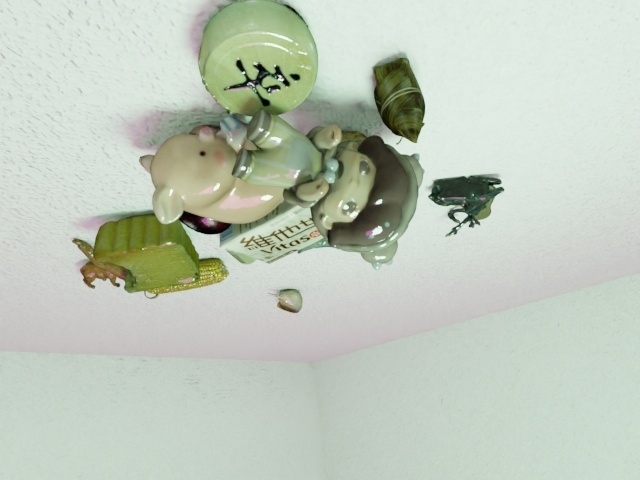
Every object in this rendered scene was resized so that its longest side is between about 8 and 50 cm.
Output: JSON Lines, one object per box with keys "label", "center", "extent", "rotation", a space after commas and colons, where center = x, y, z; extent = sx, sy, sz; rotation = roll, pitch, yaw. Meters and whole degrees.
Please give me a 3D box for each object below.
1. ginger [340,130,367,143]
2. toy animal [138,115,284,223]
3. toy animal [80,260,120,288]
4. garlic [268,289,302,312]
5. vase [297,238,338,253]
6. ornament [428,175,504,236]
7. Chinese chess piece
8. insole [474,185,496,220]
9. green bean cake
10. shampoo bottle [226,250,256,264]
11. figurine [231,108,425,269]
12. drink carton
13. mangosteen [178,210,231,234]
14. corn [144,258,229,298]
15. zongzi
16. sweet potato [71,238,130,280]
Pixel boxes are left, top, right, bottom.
{"label": "ginger", "center": [0.131, -0.174, 1.011], "extent": [0.299, 0.065, 0.118], "rotation": [16, 159, -40]}
{"label": "toy animal", "center": [-0.189, -0.133, 0.856], "extent": [0.256, 0.195, 0.213], "rotation": [19, 117, -39]}
{"label": "toy animal", "center": [-0.630, 0.084, 1.359], "extent": [0.224, 0.066, 0.229], "rotation": [1, 146, -17]}
{"label": "garlic", "center": [-0.144, 0.258, 1.876], "extent": [0.128, 0.090, 0.198], "rotation": [2, 162, 9]}
{"label": "vase", "center": [0.000, 0.000, 1.352], "extent": [0.149, 0.081, 0.081], "rotation": [-1, 155, -21]}
{"label": "ornament", "center": [0.391, -0.089, 1.257], "extent": [0.202, 0.080, 0.236], "rotation": [-6, 156, -3]}
{"label": "Chinese chess piece", "center": [-0.097, -0.279, 0.688], "extent": [0.188, 0.083, 0.188], "rotation": [-5, 154, -2]}
{"label": "insole", "center": [0.492, -0.114, 1.328], "extent": [0.086, 0.005, 0.253], "rotation": [-14, 155, 15]}
{"label": "green bean cake", "center": [-0.464, 0.034, 1.187], "extent": [0.233, 0.124, 0.236], "rotation": [-10, 149, -4]}
{"label": "shampoo bottle", "center": [-0.233, 0.028, 1.334], "extent": [0.079, 0.079, 0.162], "rotation": [-12, 156, 9]}
{"label": "figurine", "center": [0.027, -0.103, 0.813], "extent": [0.380, 0.248, 0.203], "rotation": [21, 174, -30]}
{"label": "drink carton", "center": [-0.092, -0.062, 1.120], "extent": [0.324, 0.132, 0.194], "rotation": [-25, 152, 32]}
{"label": "mangosteen", "center": [-0.263, -0.088, 1.015], "extent": [0.152, 0.152, 0.152], "rotation": [-6, 156, -3]}
{"label": "corn", "center": [-0.454, 0.121, 1.455], "extent": [0.293, 0.106, 0.106], "rotation": [-10, 156, 2]}
{"label": "zongzi", "center": [0.163, -0.206, 0.802], "extent": [0.084, 0.184, 0.187], "rotation": [-19, 154, 15]}
{"label": "sweet potato", "center": [-0.622, 0.061, 1.265], "extent": [0.214, 0.050, 0.050], "rotation": [37, 136, -25]}
